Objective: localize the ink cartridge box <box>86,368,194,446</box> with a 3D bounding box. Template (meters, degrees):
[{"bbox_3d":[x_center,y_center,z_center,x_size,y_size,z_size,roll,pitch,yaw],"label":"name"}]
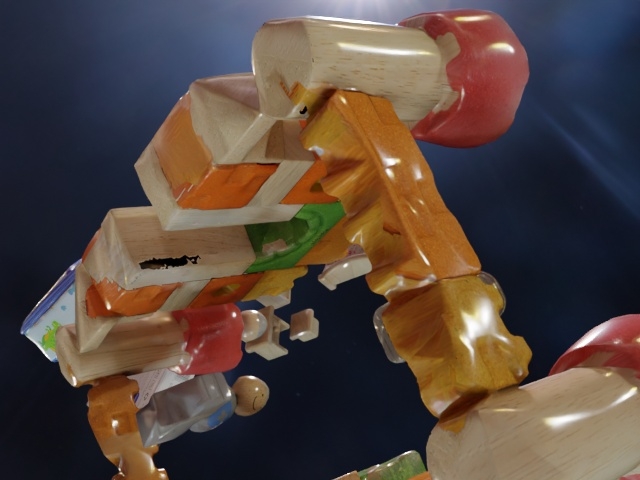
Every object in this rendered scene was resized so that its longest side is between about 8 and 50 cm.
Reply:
[{"bbox_3d":[-0.374,0.299,1.524,0.371,0.069,0.175,0,-118,58],"label":"ink cartridge box"}]

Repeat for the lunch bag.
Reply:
[{"bbox_3d":[-0.344,0.078,1.142,0.176,0.090,0.219,-43,-175,14],"label":"lunch bag"}]

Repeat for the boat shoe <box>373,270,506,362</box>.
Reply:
[{"bbox_3d":[0.206,0.110,1.226,0.132,0.130,0.355,70,-23,7],"label":"boat shoe"}]

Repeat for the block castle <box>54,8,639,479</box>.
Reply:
[{"bbox_3d":[0.000,0.083,0.528,0.453,0.213,0.303,-44,-118,44],"label":"block castle"}]

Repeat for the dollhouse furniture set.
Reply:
[{"bbox_3d":[0.000,0.000,1.280,0.355,0.174,0.303,-24,-135,29],"label":"dollhouse furniture set"}]
